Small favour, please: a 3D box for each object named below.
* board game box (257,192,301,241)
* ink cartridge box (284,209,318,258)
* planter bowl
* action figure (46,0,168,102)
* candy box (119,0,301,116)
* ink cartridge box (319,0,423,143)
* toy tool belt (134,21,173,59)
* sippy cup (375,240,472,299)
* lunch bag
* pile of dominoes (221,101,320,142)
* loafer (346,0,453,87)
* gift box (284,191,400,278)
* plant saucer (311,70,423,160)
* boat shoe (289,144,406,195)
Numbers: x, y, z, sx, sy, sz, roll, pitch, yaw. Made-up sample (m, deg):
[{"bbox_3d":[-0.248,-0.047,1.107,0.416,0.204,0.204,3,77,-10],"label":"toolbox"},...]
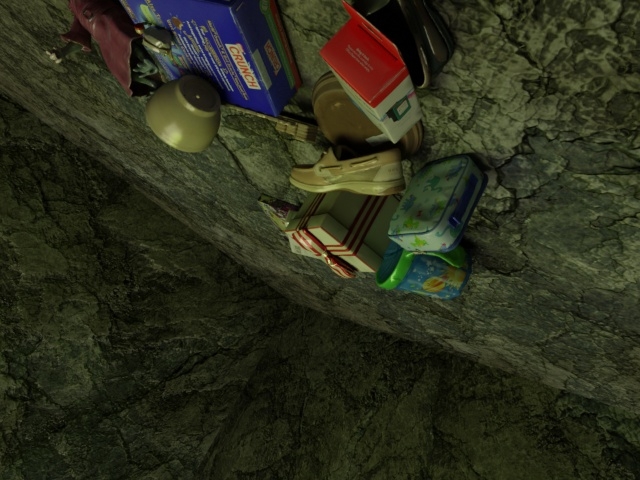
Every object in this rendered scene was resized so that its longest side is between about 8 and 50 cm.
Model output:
[{"bbox_3d":[-0.128,-0.068,1.799,0.208,0.056,0.346,17,158,23],"label":"board game box"},{"bbox_3d":[0.000,0.000,1.661,0.261,0.066,0.296,15,158,8],"label":"ink cartridge box"},{"bbox_3d":[-0.288,-0.293,0.912,0.162,0.162,0.109,37,136,-22],"label":"planter bowl"},{"bbox_3d":[-0.515,-0.543,1.006,0.370,0.276,0.248,49,130,0],"label":"action figure"},{"bbox_3d":[-0.227,-0.426,0.867,0.317,0.122,0.268,24,161,22],"label":"candy box"},{"bbox_3d":[0.086,-0.269,0.686,0.134,0.078,0.231,51,-168,20],"label":"ink cartridge box"},{"bbox_3d":[-0.336,-0.400,0.832,0.083,0.052,0.051,29,152,12],"label":"toy tool belt"},{"bbox_3d":[0.313,0.066,1.222,0.224,0.240,0.305,21,-158,-6],"label":"sippy cup"},{"bbox_3d":[0.256,-0.075,0.900,0.090,0.219,0.176,37,160,-22],"label":"lunch bag"},{"bbox_3d":[-0.132,-0.296,1.019,0.251,0.040,0.196,22,-161,22],"label":"pile of dominoes"},{"bbox_3d":[0.103,-0.349,0.622,0.268,0.084,0.096,38,160,-24],"label":"loafer"},{"bbox_3d":[0.065,-0.038,1.234,0.255,0.258,0.276,37,160,-18],"label":"gift box"},{"bbox_3d":[0.096,-0.264,0.936,0.278,0.041,0.278,26,161,10],"label":"plant saucer"},{"bbox_3d":[0.056,-0.181,1.008,0.341,0.122,0.110,10,116,40],"label":"boat shoe"}]
